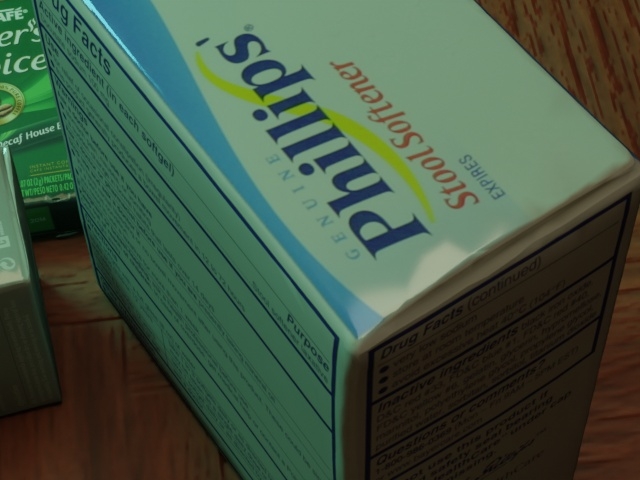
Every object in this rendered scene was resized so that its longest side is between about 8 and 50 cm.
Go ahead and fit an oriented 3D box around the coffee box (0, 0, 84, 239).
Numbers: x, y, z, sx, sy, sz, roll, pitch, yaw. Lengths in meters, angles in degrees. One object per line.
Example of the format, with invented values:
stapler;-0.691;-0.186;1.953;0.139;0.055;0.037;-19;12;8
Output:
coffee box;-0.199;-0.081;0.974;0.113;0.040;0.184;-9;55;-6

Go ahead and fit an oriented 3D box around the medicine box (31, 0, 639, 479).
medicine box;0.000;0.000;0.761;0.149;0.289;0.263;-29;59;-19

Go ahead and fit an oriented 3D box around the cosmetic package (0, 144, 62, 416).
cosmetic package;-0.266;0.047;0.832;0.238;0.127;0.107;-11;55;-10
